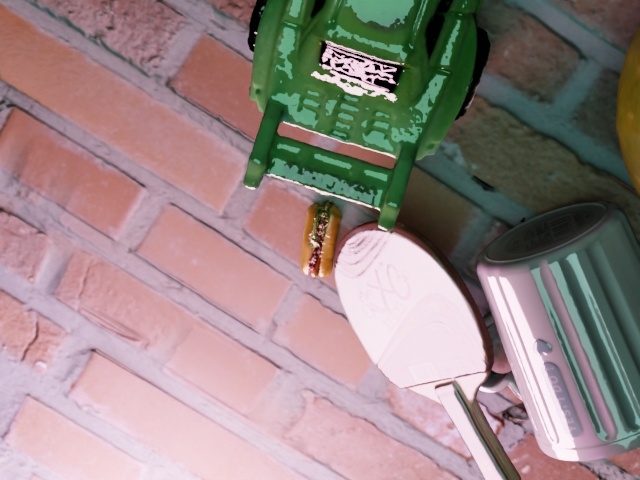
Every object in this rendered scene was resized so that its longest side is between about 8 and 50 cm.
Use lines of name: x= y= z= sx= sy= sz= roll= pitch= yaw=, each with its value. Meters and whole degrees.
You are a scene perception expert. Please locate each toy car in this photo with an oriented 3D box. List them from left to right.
toy car: x=0.055 y=-0.212 z=1.241 sx=0.213 sy=0.176 sz=0.359 roll=19 pitch=111 yaw=-1

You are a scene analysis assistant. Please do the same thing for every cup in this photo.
cup: x=0.224 y=0.090 z=1.337 sx=0.221 sy=0.167 sz=0.202 roll=-21 pitch=103 yaw=13

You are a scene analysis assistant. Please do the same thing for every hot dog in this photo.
hot dog: x=0.000 y=0.000 z=1.410 sx=0.037 sy=0.021 sz=0.083 roll=7 pitch=112 yaw=4

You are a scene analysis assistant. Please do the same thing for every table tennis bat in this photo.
table tennis bat: x=0.111 y=0.115 z=1.388 sx=0.173 sy=0.022 sz=0.301 roll=-19 pitch=103 yaw=50

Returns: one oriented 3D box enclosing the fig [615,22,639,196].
fig: x=0.390 y=-0.107 z=1.159 sx=0.316 sy=0.316 sz=0.316 roll=3 pitch=111 yaw=7
